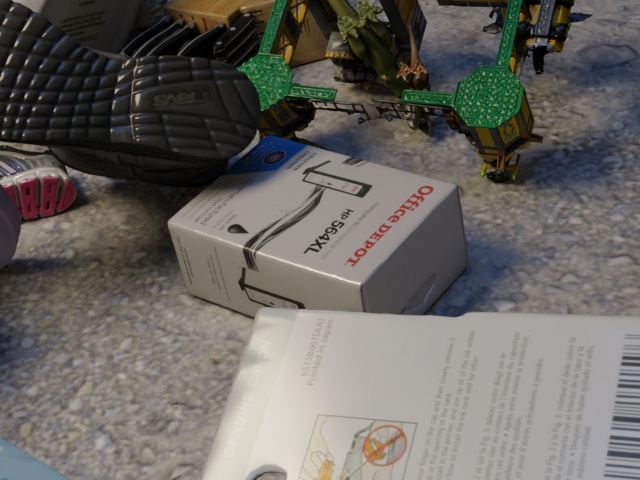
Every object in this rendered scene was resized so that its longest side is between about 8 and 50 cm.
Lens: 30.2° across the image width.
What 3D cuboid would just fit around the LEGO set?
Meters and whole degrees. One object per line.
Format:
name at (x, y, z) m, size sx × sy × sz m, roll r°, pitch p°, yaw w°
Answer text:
LEGO set at (0.092, -0.165, 1.161) m, size 0.332 × 0.192 × 0.254 m, roll -1°, pitch 67°, yaw 19°

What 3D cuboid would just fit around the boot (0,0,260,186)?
boot at (-0.232, -0.111, 1.051) m, size 0.338 × 0.223 × 0.118 m, roll 17°, pitch 79°, yaw -14°

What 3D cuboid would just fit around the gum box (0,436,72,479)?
gum box at (-0.288, 0.180, 0.830) m, size 0.184 × 0.041 × 0.157 m, roll 20°, pitch 26°, yaw 34°

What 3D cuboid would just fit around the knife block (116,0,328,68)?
knife block at (-0.123, -0.245, 1.348) m, size 0.242 × 0.088 × 0.275 m, roll -14°, pitch 37°, yaw -5°

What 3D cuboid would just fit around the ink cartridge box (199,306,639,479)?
ink cartridge box at (0.049, 0.160, 0.531) m, size 0.239 × 0.060 × 0.275 m, roll 0°, pitch 54°, yaw 27°

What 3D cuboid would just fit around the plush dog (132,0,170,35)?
plush dog at (-0.213, -0.372, 1.483) m, size 0.263 × 0.210 × 0.225 m, roll 15°, pitch 21°, yaw 31°

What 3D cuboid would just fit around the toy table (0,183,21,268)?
toy table at (-0.399, 0.001, 0.994) m, size 0.274 × 0.252 × 0.160 m, roll 17°, pitch 45°, yaw -16°

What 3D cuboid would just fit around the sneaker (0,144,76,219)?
sneaker at (-0.329, -0.054, 1.177) m, size 0.171 × 0.063 × 0.074 m, roll -10°, pitch 37°, yaw -6°

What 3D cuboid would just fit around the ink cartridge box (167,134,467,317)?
ink cartridge box at (0.000, 0.000, 0.994) m, size 0.203 × 0.085 × 0.148 m, roll 16°, pitch 45°, yaw 33°

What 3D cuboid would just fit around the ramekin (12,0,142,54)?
ramekin at (-0.301, -0.259, 1.279) m, size 0.127 × 0.272 × 0.273 m, roll 30°, pitch 49°, yaw 12°
